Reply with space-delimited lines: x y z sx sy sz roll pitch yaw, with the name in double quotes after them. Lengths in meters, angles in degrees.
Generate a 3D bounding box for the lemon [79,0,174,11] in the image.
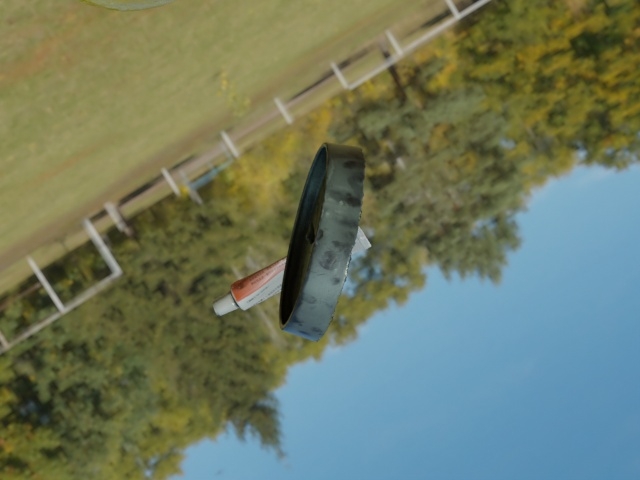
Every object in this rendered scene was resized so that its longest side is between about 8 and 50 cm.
-0.146 -0.261 0.848 0.173 0.173 0.206 -36 -174 -33 "lemon"

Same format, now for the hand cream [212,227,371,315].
-0.043 0.037 1.441 0.216 0.038 0.052 -29 160 7 "hand cream"

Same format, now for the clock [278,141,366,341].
0.000 0.000 0.472 0.017 0.085 0.085 13 180 -8 "clock"
